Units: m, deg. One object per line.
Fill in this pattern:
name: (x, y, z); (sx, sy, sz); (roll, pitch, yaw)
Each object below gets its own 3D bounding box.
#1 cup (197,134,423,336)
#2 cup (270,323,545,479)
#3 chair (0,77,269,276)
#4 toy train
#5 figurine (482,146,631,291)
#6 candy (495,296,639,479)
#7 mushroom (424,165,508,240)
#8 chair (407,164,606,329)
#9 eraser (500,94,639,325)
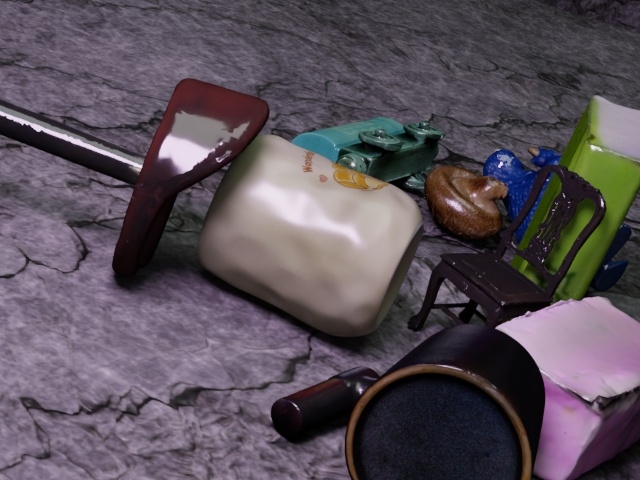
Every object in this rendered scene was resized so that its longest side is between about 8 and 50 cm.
cup: (-0.009, 0.015, 1.613); (0.202, 0.255, 0.173); (25, 65, 9)
cup: (0.093, 0.148, 1.357); (0.239, 0.166, 0.177); (28, 20, 9)
chair: (-0.273, -0.108, 1.497); (0.401, 0.226, 0.226); (20, 23, -5)
toy train: (0.063, -0.120, 2.008); (0.159, 0.101, 0.248); (18, 18, 25)
figurine: (0.300, -0.035, 1.979); (0.121, 0.164, 0.262); (-24, 37, -24)
candy: (0.275, 0.149, 1.574); (0.155, 0.115, 0.265); (34, 26, 26)
mushroom: (0.193, -0.050, 1.978); (0.109, 0.085, 0.126); (-3, 37, -4)
chair: (0.209, 0.026, 1.643); (0.113, 0.229, 0.106); (0, 31, -48)
eraser: (0.305, -0.020, 1.769); (0.092, 0.274, 0.210); (25, 24, 2)
